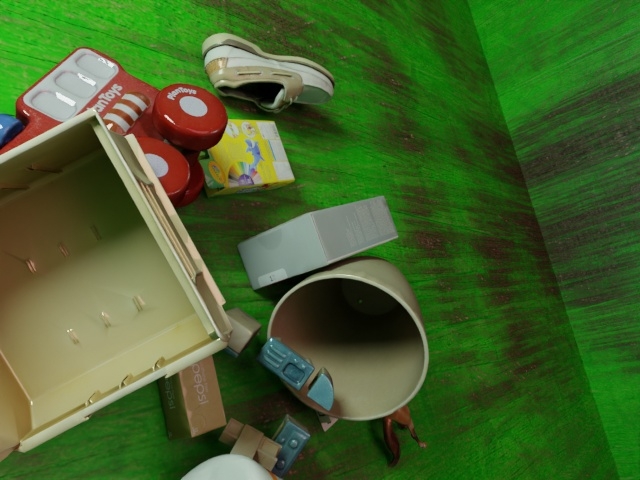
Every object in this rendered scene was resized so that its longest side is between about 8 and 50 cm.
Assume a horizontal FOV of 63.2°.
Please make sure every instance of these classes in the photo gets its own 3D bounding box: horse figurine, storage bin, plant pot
[{"bbox_3d":[0.159,0.313,1.062,0.174,0.066,0.263,46,40,-33],"label":"horse figurine"},{"bbox_3d":[-0.262,0.052,0.527,0.260,0.262,0.123,62,-2,-6],"label":"storage bin"},{"bbox_3d":[0.070,0.131,0.933,0.256,0.257,0.274,60,21,-9],"label":"plant pot"}]

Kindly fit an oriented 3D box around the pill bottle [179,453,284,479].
[{"bbox_3d":[-0.023,0.457,0.648,0.392,0.224,0.224,46,43,-25],"label":"pill bottle"}]

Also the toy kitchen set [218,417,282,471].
[{"bbox_3d":[-0.111,0.307,0.712,0.083,0.075,0.068,29,18,2],"label":"toy kitchen set"}]

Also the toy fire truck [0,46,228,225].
[{"bbox_3d":[-0.288,-0.121,0.699,0.254,0.169,0.302,27,48,-9],"label":"toy fire truck"}]

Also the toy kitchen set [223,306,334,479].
[{"bbox_3d":[-0.096,0.226,0.764,0.207,0.122,0.166,35,87,3],"label":"toy kitchen set"}]

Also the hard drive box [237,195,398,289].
[{"bbox_3d":[0.000,0.000,0.936,0.232,0.181,0.089,-17,87,-51],"label":"hard drive box"}]

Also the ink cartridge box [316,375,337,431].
[{"bbox_3d":[0.014,0.292,0.929,0.048,0.028,0.083,-23,91,-52],"label":"ink cartridge box"}]

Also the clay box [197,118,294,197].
[{"bbox_3d":[-0.149,-0.150,0.934,0.222,0.053,0.127,-15,84,-53],"label":"clay box"}]

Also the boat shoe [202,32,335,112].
[{"bbox_3d":[-0.095,-0.310,1.044,0.303,0.113,0.103,3,71,-38],"label":"boat shoe"}]

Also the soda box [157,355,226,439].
[{"bbox_3d":[-0.189,0.178,0.724,0.061,0.058,0.181,-2,73,-50],"label":"soda box"}]
